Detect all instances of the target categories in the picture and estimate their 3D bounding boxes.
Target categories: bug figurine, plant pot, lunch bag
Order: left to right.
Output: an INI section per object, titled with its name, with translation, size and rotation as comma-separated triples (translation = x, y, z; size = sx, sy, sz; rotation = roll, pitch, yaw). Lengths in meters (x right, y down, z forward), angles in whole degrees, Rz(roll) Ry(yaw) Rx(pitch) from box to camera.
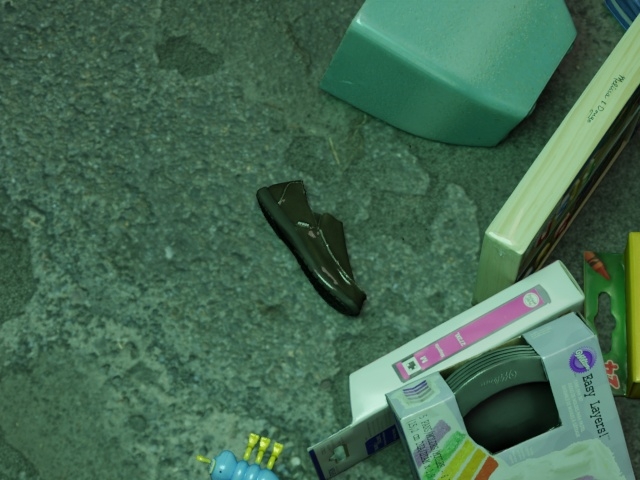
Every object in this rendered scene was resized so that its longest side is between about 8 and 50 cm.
[bug figurine]
translation = -0.069, 0.377, 1.571
size = 0.216, 0.072, 0.279
rotation = 16, 93, 3
[plant pot]
translation = 0.183, -0.263, 1.773
size = 0.252, 0.247, 0.248
rotation = 33, 74, -1
[lunch bag]
translation = 0.444, -0.323, 1.863
size = 0.067, 0.065, 0.098
rotation = -22, 66, -20

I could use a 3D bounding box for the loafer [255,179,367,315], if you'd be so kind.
[loafer]
translation = 0.000, 0.000, 1.762
size = 0.078, 0.080, 0.220
rotation = -33, 69, -8

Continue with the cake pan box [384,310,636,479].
[cake pan box]
translation = 0.225, 0.235, 1.564
size = 0.246, 0.266, 0.070
rotation = -23, 28, -7

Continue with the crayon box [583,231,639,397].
[crayon box]
translation = 0.490, 0.096, 1.679
size = 0.319, 0.081, 0.202
rotation = 0, 68, 6

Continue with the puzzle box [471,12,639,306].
[puzzle box]
translation = 0.324, -0.104, 1.674
size = 0.052, 0.272, 0.409
rotation = 33, 75, 13

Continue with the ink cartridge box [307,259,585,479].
[ink cartridge box]
translation = 0.142, 0.162, 1.632
size = 0.371, 0.175, 0.069
rotation = -30, 68, -7
